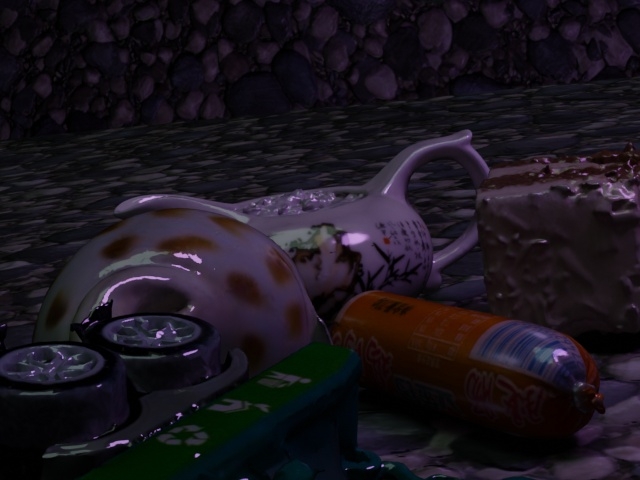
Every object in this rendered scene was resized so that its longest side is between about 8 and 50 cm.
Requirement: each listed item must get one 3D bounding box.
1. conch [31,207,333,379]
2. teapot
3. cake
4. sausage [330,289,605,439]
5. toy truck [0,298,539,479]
[{"bbox_3d":[-0.079,0.071,0.907,0.149,0.183,0.275,-40,-8,29],"label":"conch"},{"bbox_3d":[0.000,0.000,1.221,0.300,0.166,0.208,-20,2,-12],"label":"teapot"},{"bbox_3d":[0.185,0.002,1.121,0.135,0.134,0.147,-6,5,18],"label":"cake"},{"bbox_3d":[0.095,0.079,0.955,0.071,0.071,0.234,-14,12,-30],"label":"sausage"},{"bbox_3d":[-0.073,0.138,0.528,0.178,0.176,0.363,10,19,32],"label":"toy truck"}]
